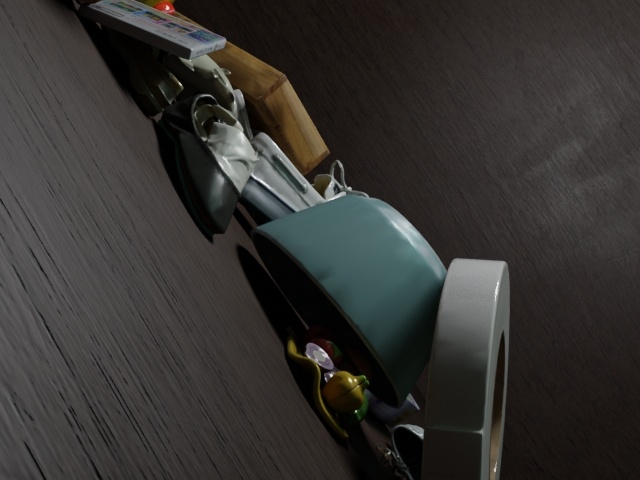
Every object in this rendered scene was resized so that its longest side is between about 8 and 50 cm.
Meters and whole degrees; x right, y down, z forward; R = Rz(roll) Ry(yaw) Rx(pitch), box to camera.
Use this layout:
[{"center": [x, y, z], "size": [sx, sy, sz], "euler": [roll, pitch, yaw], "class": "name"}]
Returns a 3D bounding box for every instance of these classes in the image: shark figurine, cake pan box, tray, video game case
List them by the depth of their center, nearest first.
[{"center": [-0.217, -0.280, 1.331], "size": [0.157, 0.019, 0.143], "euler": [23, 20, 6], "class": "video game case"}, {"center": [0.051, 0.170, 1.675], "size": [0.267, 0.070, 0.246], "euler": [57, 0, 25], "class": "cake pan box"}, {"center": [-0.206, -0.249, 1.694], "size": [0.278, 0.116, 0.166], "euler": [50, 34, 17], "class": "shark figurine"}, {"center": [-0.163, -0.287, 1.932], "size": [0.411, 0.076, 0.203], "euler": [38, -14, 45], "class": "tray"}]

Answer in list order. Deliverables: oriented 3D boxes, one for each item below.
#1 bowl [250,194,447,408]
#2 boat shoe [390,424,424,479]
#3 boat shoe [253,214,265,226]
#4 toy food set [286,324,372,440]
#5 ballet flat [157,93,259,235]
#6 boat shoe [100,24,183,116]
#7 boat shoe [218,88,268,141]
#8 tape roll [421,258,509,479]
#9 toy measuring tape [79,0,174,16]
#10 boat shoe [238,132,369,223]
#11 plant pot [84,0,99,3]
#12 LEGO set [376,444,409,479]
[{"center": [0.062, 0.058, 1.386], "size": [0.311, 0.163, 0.311], "euler": [47, -11, 13], "class": "bowl"}, {"center": [0.176, 0.375, 1.545], "size": [0.227, 0.079, 0.081], "euler": [53, 9, 32], "class": "boat shoe"}, {"center": [-0.095, -0.040, 1.789], "size": [0.142, 0.049, 0.040], "euler": [63, 35, -23], "class": "boat shoe"}, {"center": [0.020, 0.154, 1.228], "size": [0.128, 0.071, 0.218], "euler": [57, 3, -10], "class": "toy food set"}, {"center": [-0.137, -0.113, 1.257], "size": [0.095, 0.096, 0.280], "euler": [56, 3, -38], "class": "ballet flat"}, {"center": [-0.233, -0.246, 1.352], "size": [0.190, 0.072, 0.068], "euler": [58, 3, 29], "class": "boat shoe"}, {"center": [-0.132, -0.164, 1.822], "size": [0.096, 0.088, 0.267], "euler": [63, -2, 47], "class": "boat shoe"}, {"center": [0.192, 0.215, 1.297], "size": [0.392, 0.072, 0.392], "euler": [4, 90, -77], "class": "tape roll"}, {"center": [-0.301, -0.358, 1.505], "size": [0.121, 0.121, 0.330], "euler": [57, 25, -5], "class": "toy measuring tape"}, {"center": [0.003, -0.057, 1.663], "size": [0.367, 0.156, 0.136], "euler": [39, -8, -33], "class": "boat shoe"}, {"center": [-0.270, -0.429, 1.235], "size": [0.291, 0.203, 0.291], "euler": [50, 5, -6], "class": "plant pot"}, {"center": [0.107, 0.314, 1.441], "size": [0.054, 0.023, 0.083], "euler": [58, 3, 22], "class": "LEGO set"}]
